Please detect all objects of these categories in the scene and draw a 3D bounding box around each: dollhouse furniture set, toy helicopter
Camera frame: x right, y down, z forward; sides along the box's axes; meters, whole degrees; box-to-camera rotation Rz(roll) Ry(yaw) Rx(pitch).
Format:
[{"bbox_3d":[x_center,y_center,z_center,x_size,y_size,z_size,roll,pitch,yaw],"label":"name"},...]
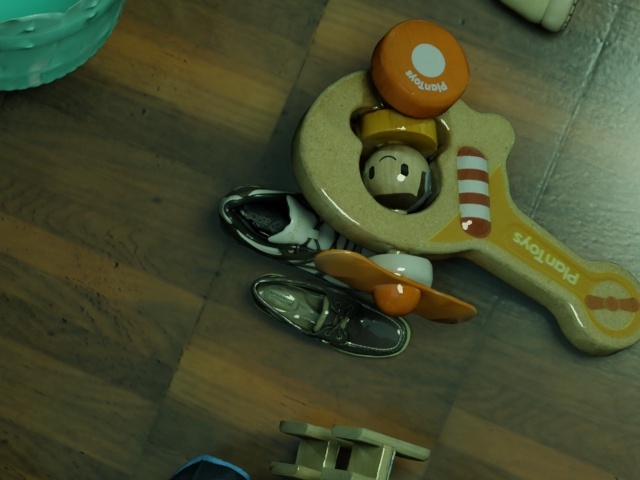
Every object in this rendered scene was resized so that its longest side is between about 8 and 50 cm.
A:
[{"bbox_3d":[0.067,0.282,1.492,0.242,0.161,0.212,-1,72,52],"label":"dollhouse furniture set"},{"bbox_3d":[0.129,-0.003,1.499,0.355,0.140,0.235,34,58,-9],"label":"toy helicopter"}]

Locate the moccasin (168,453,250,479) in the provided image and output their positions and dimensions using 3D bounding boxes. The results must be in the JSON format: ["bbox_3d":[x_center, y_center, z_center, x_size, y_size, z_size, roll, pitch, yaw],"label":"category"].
[{"bbox_3d":[-0.161,0.350,1.513,0.137,0.117,0.342,18,97,-7],"label":"moccasin"}]

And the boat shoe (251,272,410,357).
[{"bbox_3d":[0.006,0.070,1.577,0.152,0.049,0.056,16,91,9],"label":"boat shoe"}]

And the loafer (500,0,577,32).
[{"bbox_3d":[0.209,-0.321,1.534,0.092,0.102,0.269,14,91,3],"label":"loafer"}]

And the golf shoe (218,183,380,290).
[{"bbox_3d":[0.000,0.000,1.560,0.198,0.094,0.077,12,89,7],"label":"golf shoe"}]

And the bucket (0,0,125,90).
[{"bbox_3d":[-0.283,-0.276,1.527,0.281,0.183,0.281,3,71,-9],"label":"bucket"}]
